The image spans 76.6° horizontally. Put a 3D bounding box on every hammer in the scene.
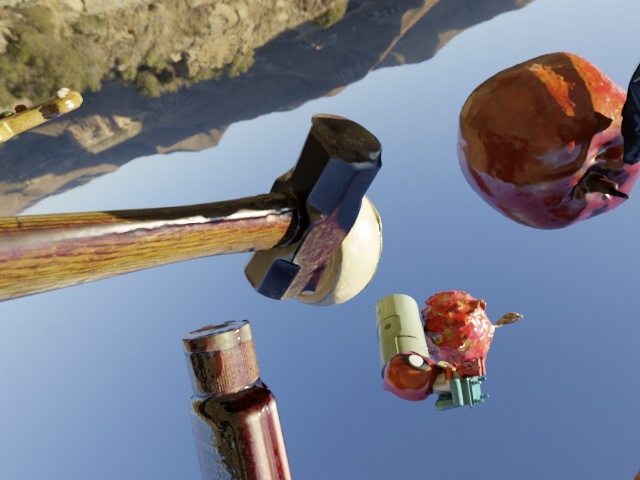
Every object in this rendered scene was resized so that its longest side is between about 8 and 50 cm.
[{"bbox_3d":[-0.115,-0.003,0.386,0.409,0.242,0.095,-14,-126,-46],"label":"hammer"}]

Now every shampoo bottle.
[{"bbox_3d":[-0.078,0.249,0.426,0.084,0.322,0.129,-11,179,-38],"label":"shampoo bottle"}]

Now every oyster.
[{"bbox_3d":[0.644,0.272,1.406,0.084,0.080,0.038,-9,-112,-9],"label":"oyster"}]

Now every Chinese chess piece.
[{"bbox_3d":[0.000,0.000,1.040,0.141,0.337,0.338,-7,-171,-39],"label":"Chinese chess piece"}]

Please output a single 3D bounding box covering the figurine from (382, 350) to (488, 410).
[{"bbox_3d":[0.152,0.192,0.556,0.140,0.074,0.068,-6,169,26],"label":"figurine"}]

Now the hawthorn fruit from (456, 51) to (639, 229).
[{"bbox_3d":[0.345,-0.134,0.592,0.254,0.254,0.300,-23,-154,9],"label":"hawthorn fruit"}]

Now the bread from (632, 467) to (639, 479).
[{"bbox_3d":[0.541,0.416,0.509,0.313,0.172,0.312,-2,-137,2],"label":"bread"}]

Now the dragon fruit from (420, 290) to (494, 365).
[{"bbox_3d":[0.392,0.275,1.169,0.205,0.267,0.210,-14,176,-11],"label":"dragon fruit"}]

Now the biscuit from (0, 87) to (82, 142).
[{"bbox_3d":[-0.613,-0.220,0.782,0.302,0.049,0.197,-34,-150,-16],"label":"biscuit"}]

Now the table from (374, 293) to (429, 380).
[{"bbox_3d":[0.214,0.262,1.079,0.127,0.126,0.220,-20,-147,15],"label":"table"}]

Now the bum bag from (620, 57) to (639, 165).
[{"bbox_3d":[0.327,-0.164,0.362,0.074,0.310,0.136,21,-88,29],"label":"bum bag"}]
